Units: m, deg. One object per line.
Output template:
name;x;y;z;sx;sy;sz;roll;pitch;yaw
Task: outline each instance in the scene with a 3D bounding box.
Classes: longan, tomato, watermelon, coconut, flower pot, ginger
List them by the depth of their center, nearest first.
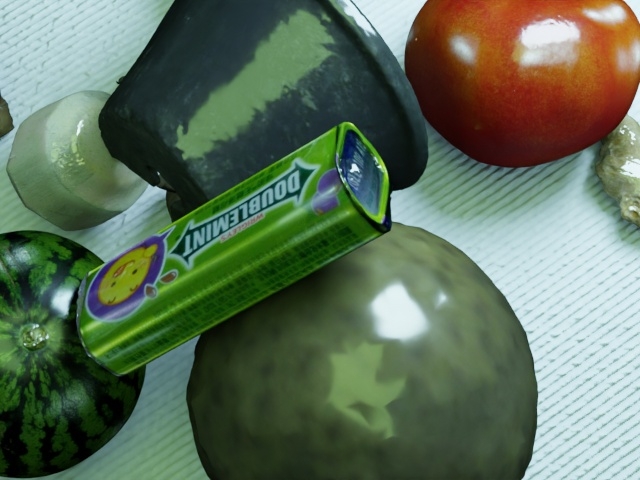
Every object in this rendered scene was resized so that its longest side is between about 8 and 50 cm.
longan;0.047;0.173;1.453;0.391;0.391;0.391;0;74;0
flower pot;-0.088;-0.141;1.504;0.251;0.379;0.379;-41;78;-19
watermelon;-0.341;0.128;1.505;0.285;0.285;0.285;0;74;0
tomato;0.244;-0.207;1.614;0.299;0.298;0.226;7;115;2
coconut;-0.302;-0.099;1.627;0.171;0.183;0.170;13;71;-40
ginger;0.416;-0.079;1.659;0.213;0.074;0.137;39;61;7

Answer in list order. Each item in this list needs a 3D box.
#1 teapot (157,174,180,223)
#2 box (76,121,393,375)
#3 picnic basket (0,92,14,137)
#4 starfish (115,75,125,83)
teapot;-0.163;-0.064;1.634;0.085;0.110;0.080;-32;49;13
box;-0.091;0.009;1.345;0.346;0.097;0.134;-28;35;22
picnic basket;-0.566;-0.207;1.575;0.337;0.337;0.293;-31;77;-8
starfish;-0.199;-0.187;1.707;0.133;0.041;0.130;9;66;9
